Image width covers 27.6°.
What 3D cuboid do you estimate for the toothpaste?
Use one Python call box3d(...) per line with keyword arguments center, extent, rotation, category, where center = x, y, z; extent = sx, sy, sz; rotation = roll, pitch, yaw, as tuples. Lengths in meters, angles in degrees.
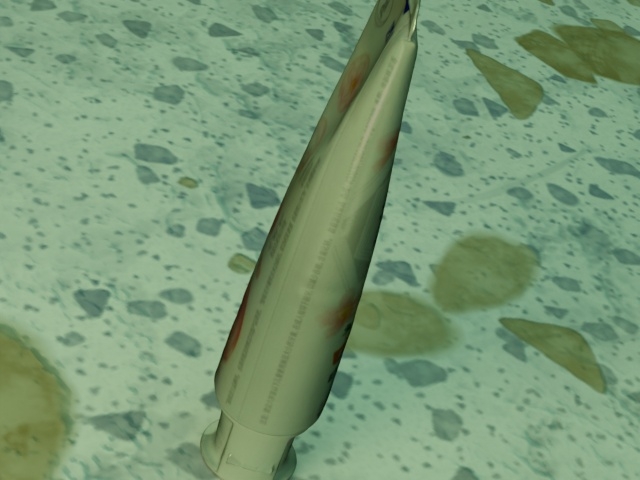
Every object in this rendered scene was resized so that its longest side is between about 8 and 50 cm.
box3d(center=(0.000, 0.000, 0.687), extent=(0.066, 0.323, 0.100), rotation=(14, 34, -6), category="toothpaste")
